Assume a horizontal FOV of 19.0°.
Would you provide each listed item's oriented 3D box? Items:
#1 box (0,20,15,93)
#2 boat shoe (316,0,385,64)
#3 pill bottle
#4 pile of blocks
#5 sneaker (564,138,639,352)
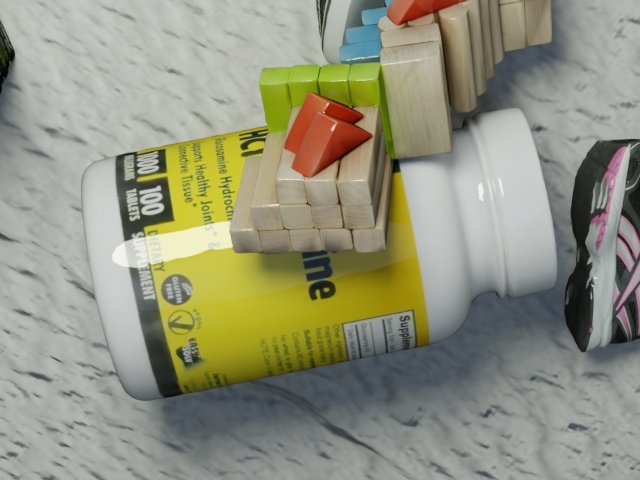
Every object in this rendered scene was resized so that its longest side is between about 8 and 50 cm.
[{"bbox_3d":[-0.280,-0.194,1.367,0.045,0.184,0.191,-22,107,4],"label":"box"},{"bbox_3d":[0.022,-0.239,1.440,0.070,0.078,0.219,21,115,24],"label":"boat shoe"},{"bbox_3d":[0.000,0.000,1.440,0.333,0.188,0.188,-12,106,-1],"label":"pill bottle"},{"bbox_3d":[0.045,-0.137,1.357,0.149,0.362,0.113,16,136,28],"label":"pile of blocks"},{"bbox_3d":[0.244,0.001,1.527,0.077,0.072,0.178,-2,114,-16],"label":"sneaker"}]
